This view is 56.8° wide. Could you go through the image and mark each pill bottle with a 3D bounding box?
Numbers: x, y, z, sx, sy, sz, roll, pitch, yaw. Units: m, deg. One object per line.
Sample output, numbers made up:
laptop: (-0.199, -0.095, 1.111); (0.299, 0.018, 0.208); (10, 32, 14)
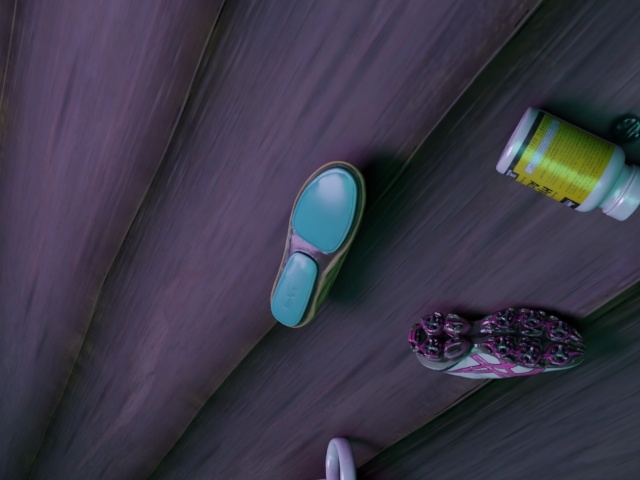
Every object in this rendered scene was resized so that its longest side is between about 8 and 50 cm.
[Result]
pill bottle: (0.220, -0.064, 0.516); (0.116, 0.065, 0.065); (28, 130, 10)

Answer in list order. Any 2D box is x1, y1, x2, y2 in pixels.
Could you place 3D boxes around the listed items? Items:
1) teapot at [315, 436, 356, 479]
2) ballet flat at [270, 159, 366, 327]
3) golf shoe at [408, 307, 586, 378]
teapot: (0.010, 0.457, 0.915); (0.256, 0.187, 0.252); (-33, 123, 13)
ballet flat: (0.000, 0.000, 0.679); (0.080, 0.073, 0.232); (35, 125, 15)
golf shoe: (0.198, 0.120, 0.662); (0.186, 0.067, 0.086); (-2, 146, 29)
